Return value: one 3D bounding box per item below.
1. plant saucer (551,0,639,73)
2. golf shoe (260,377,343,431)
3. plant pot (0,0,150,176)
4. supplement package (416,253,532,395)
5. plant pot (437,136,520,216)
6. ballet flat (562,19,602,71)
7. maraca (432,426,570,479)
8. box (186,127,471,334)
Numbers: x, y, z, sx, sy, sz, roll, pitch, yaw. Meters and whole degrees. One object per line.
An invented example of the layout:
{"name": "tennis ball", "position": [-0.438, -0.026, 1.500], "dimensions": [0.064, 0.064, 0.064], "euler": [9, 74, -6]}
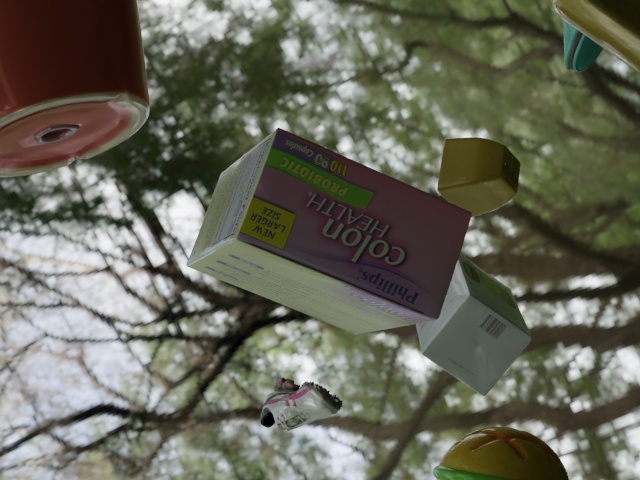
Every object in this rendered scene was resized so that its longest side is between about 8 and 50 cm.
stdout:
{"name": "plant saucer", "position": [0.349, -0.252, 1.152], "dimensions": [0.332, 0.081, 0.333], "euler": [31, -123, -19]}
{"name": "golf shoe", "position": [-0.029, 0.262, 1.904], "dimensions": [0.067, 0.186, 0.086], "euler": [38, -110, -20]}
{"name": "plant pot", "position": [-0.297, -0.211, 1.235], "dimensions": [0.275, 0.275, 0.243], "euler": [3, -116, -64]}
{"name": "supplement package", "position": [0.256, 0.137, 2.147], "dimensions": [0.139, 0.134, 0.244], "euler": [34, -166, -11]}
{"name": "plant pot", "position": [0.210, -0.086, 1.598], "dimensions": [0.081, 0.083, 0.081], "euler": [38, -127, -44]}
{"name": "ballet flat", "position": [0.345, -0.328, 1.525], "dimensions": [0.083, 0.247, 0.087], "euler": [-21, -126, -43]}
{"name": "maraca", "position": [0.171, 0.222, 1.131], "dimensions": [0.185, 0.127, 0.099], "euler": [33, -111, -69]}
{"name": "box", "position": [0.000, 0.000, 1.273], "dimensions": [0.213, 0.243, 0.117], "euler": [23, -103, -13]}
